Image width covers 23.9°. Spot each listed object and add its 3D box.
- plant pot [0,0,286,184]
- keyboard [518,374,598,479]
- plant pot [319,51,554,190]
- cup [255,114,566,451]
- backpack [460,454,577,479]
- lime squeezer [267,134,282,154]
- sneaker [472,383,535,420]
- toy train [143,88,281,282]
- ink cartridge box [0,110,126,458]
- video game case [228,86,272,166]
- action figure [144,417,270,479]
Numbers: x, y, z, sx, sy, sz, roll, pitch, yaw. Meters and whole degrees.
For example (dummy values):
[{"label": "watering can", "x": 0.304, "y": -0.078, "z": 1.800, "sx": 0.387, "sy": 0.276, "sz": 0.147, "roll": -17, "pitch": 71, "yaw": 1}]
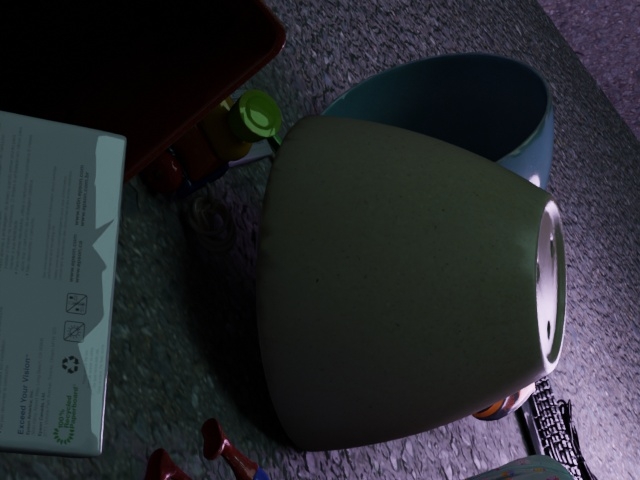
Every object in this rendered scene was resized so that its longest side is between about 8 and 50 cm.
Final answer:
[{"label": "plant pot", "x": -0.229, "y": -0.191, "z": 1.089, "sx": 0.267, "sy": 0.267, "sz": 0.235, "roll": 47, "pitch": 6, "yaw": -34}, {"label": "keyboard", "x": 0.334, "y": 0.271, "z": 2.132, "sx": 0.201, "sy": 0.033, "sz": 0.317, "roll": 30, "pitch": 41, "yaw": -55}, {"label": "plant pot", "x": 0.147, "y": -0.065, "z": 1.802, "sx": 0.290, "sy": 0.290, "sz": 0.195, "roll": -83, "pitch": 159, "yaw": -54}, {"label": "cup", "x": 0.106, "y": 0.041, "z": 1.452, "sx": 0.331, "sy": 0.237, "sz": 0.331, "roll": 0, "pitch": 90, "yaw": -72}, {"label": "backpack", "x": 0.191, "y": 0.304, "z": 1.571, "sx": 0.152, "sy": 0.182, "sz": 0.115, "roll": 49, "pitch": 26, "yaw": -31}, {"label": "lime squeezer", "x": 0.000, "y": 0.000, "z": 1.681, "sx": 0.110, "sy": 0.059, "sz": 0.310, "roll": -6, "pitch": 68, "yaw": -32}, {"label": "sneaker", "x": 0.190, "y": 0.096, "z": 1.918, "sx": 0.180, "sy": 0.125, "sz": 0.321, "roll": 55, "pitch": 30, "yaw": -37}, {"label": "toy train", "x": -0.088, "y": -0.091, "z": 1.405, "sx": 0.105, "sy": 0.143, "sz": 0.248, "roll": -33, "pitch": 96, "yaw": -45}, {"label": "ink cartridge box", "x": -0.241, "y": 0.020, "z": 0.961, "sx": 0.224, "sy": 0.045, "sz": 0.223, "roll": 11, "pitch": 73, "yaw": -26}, {"label": "video game case", "x": -0.138, "y": -0.163, "z": 1.568, "sx": 0.193, "sy": 0.023, "sz": 0.212, "roll": 65, "pitch": 23, "yaw": 2}, {"label": "action figure", "x": -0.029, "y": 0.286, "z": 1.227, "sx": 0.280, "sy": 0.091, "sz": 0.139, "roll": 49, "pitch": 20, "yaw": -30}]
